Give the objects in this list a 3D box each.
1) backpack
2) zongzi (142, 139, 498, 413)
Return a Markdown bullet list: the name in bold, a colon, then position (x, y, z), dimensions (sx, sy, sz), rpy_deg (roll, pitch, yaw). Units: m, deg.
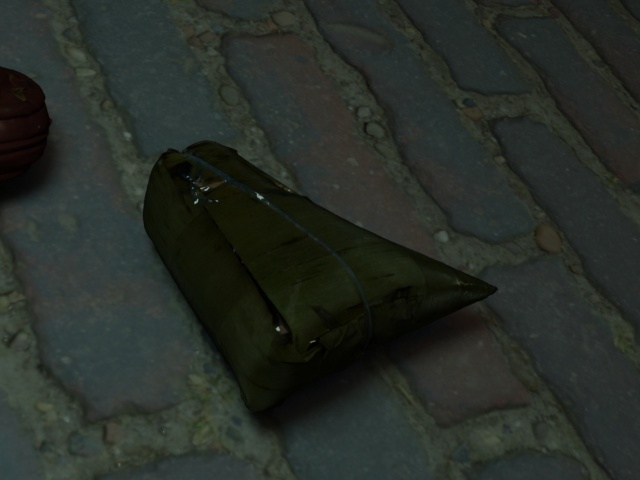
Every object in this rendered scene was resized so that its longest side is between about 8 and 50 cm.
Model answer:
- **backpack**: position (-0.418, -0.134, 1.011), dimensions (0.229, 0.139, 0.229), rpy_deg (5, 33, -3)
- **zongzi**: position (0.000, 0.000, 1.042), dimensions (0.360, 0.160, 0.323), rpy_deg (-17, 60, -32)
